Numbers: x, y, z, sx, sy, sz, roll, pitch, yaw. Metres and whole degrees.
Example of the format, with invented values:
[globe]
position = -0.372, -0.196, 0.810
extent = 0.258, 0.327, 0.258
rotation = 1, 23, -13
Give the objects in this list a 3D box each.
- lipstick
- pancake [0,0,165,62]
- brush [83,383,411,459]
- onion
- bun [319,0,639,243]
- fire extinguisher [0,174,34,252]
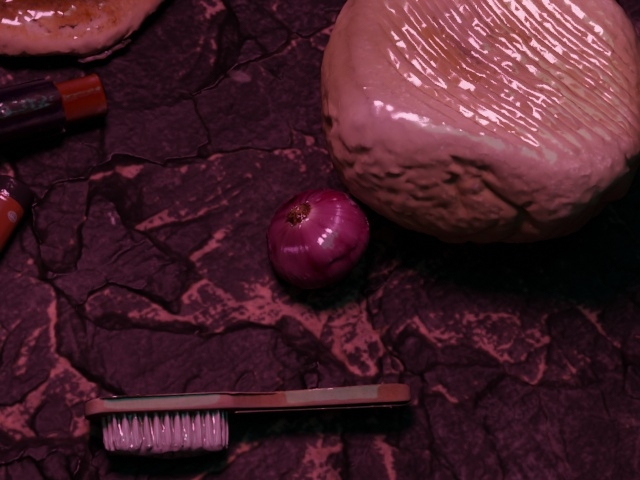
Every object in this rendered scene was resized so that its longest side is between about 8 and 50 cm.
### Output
[lipstick]
position = -0.366, -0.119, 1.955
extent = 0.299, 0.081, 0.081
rotation = -16, 63, -21
[pancake]
position = -0.328, -0.357, 2.108
extent = 0.382, 0.071, 0.382
rotation = 4, 58, -7
[brush]
position = -0.068, 0.178, 1.837
extent = 0.327, 0.070, 0.065
rotation = -3, 78, -12
[onion]
position = 0.000, 0.000, 1.936
extent = 0.104, 0.115, 0.115
rotation = 42, 49, -36
[bun]
position = 0.168, -0.136, 1.959
extent = 0.352, 0.227, 0.349
rotation = -33, 69, -27
[fire extinguisher]
position = -0.351, 0.015, 1.897
extent = 0.062, 0.050, 0.177
rotation = 43, 56, -27
